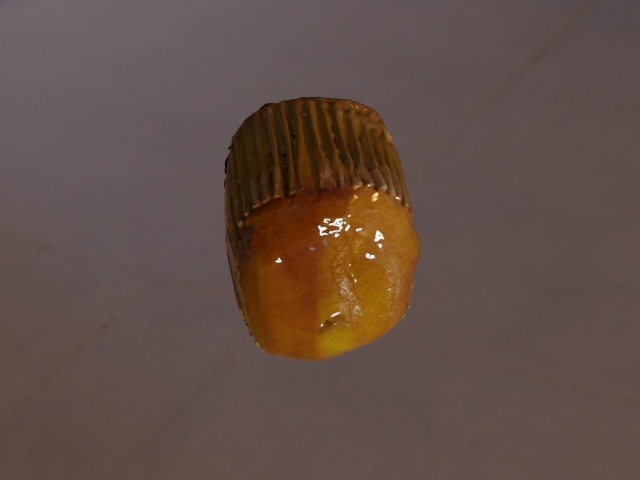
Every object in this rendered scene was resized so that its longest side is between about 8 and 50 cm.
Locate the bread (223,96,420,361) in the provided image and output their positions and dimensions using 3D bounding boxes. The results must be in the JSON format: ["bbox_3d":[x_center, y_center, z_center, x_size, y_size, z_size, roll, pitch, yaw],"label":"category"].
[{"bbox_3d":[0.000,0.000,1.373,0.132,0.190,0.114,-9,-128,-3],"label":"bread"}]
